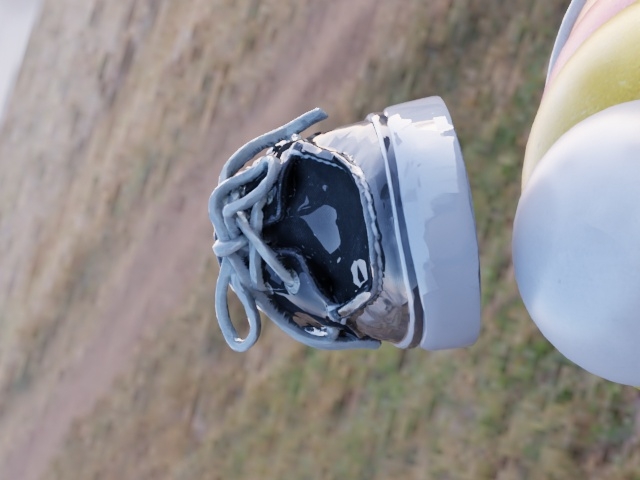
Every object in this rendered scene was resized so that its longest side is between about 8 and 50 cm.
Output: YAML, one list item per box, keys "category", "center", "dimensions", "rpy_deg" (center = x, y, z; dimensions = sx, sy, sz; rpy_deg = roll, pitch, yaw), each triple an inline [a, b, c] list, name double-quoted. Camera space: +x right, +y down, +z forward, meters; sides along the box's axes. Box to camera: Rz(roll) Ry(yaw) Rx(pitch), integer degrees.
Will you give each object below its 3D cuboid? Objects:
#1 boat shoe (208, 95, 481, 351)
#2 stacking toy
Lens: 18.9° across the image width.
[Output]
- category: "boat shoe"
  center: [-0.001, -0.004, 0.884]
  dimensions: [0.306, 0.104, 0.113]
  rpy_deg: [-155, 57, -80]
- category: "stacking toy"
  center: [0.207, -0.018, 0.928]
  dimensions: [0.480, 0.350, 0.351]
  rpy_deg: [-24, -41, -61]
